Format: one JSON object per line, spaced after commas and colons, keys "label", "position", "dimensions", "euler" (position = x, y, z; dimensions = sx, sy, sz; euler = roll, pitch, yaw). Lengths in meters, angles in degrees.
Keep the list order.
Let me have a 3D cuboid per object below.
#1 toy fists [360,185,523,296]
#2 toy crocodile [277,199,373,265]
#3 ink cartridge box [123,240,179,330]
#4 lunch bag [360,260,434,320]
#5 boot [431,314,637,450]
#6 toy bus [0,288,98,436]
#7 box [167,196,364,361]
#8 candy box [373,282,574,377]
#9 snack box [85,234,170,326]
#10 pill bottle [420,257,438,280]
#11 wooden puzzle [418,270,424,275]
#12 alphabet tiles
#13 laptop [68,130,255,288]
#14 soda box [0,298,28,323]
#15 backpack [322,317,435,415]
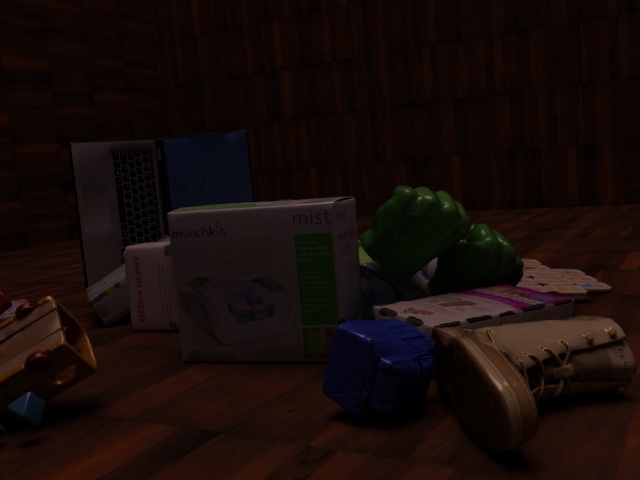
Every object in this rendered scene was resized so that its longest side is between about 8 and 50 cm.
{"label": "toy fists", "position": [0.202, 0.011, 1.096], "dimensions": [0.142, 0.279, 0.096], "euler": [-44, 27, 27]}
{"label": "toy crocodile", "position": [0.000, 0.000, 1.444], "dimensions": [0.115, 0.105, 0.340], "euler": [-2, 17, -30]}
{"label": "ink cartridge box", "position": [-0.234, 0.079, 1.273], "dimensions": [0.220, 0.160, 0.092], "euler": [-2, 6, 19]}
{"label": "lunch bag", "position": [0.133, 0.100, 1.129], "dimensions": [0.151, 0.096, 0.129], "euler": [30, 20, 20]}
{"label": "boot", "position": [0.237, 0.138, 0.729], "dimensions": [0.204, 0.095, 0.262], "euler": [-4, 2, -2]}
{"label": "toy bus", "position": [-0.377, 0.166, 0.855], "dimensions": [0.202, 0.104, 0.191], "euler": [4, 54, 25]}
{"label": "box", "position": [-0.076, 0.056, 1.051], "dimensions": [0.262, 0.231, 0.127], "euler": [-2, 7, 18]}
{"label": "candy box", "position": [0.213, 0.120, 0.978], "dimensions": [0.234, 0.071, 0.159], "euler": [-7, 7, -22]}
{"label": "snack box", "position": [-0.373, 0.078, 1.430], "dimensions": [0.207, 0.070, 0.174], "euler": [-37, 16, -12]}
{"label": "pill bottle", "position": [0.230, 0.048, 1.262], "dimensions": [0.087, 0.087, 0.160], "euler": [-5, 15, -2]}
{"label": "wooden puzzle", "position": [0.178, 0.092, 1.405], "dimensions": [0.239, 0.044, 0.221], "euler": [4, 10, 27]}
{"label": "alphabet tiles", "position": [0.394, 0.071, 1.340], "dimensions": [0.278, 0.021, 0.284], "euler": [0, 10, -3]}
{"label": "laptop", "position": [-0.404, -0.086, 1.848], "dimensions": [0.236, 0.381, 0.408], "euler": [1, 8, 44]}
{"label": "soda box", "position": [-0.578, 0.154, 1.316], "dimensions": [0.063, 0.058, 0.183], "euler": [-8, 7, -25]}
{"label": "backpack", "position": [0.076, 0.145, 0.778], "dimensions": [0.120, 0.098, 0.101], "euler": [0, 22, -47]}
